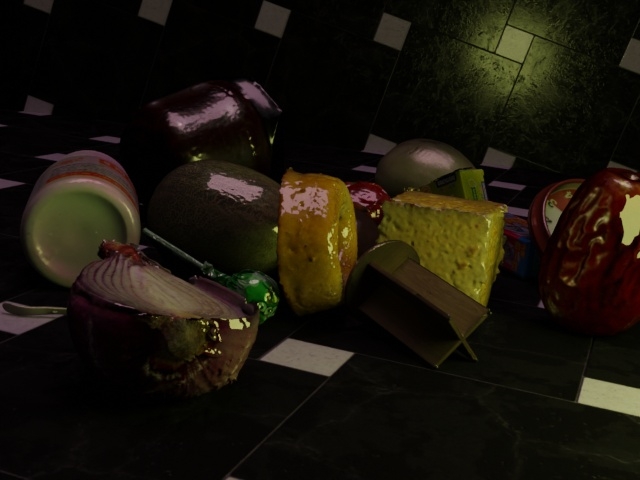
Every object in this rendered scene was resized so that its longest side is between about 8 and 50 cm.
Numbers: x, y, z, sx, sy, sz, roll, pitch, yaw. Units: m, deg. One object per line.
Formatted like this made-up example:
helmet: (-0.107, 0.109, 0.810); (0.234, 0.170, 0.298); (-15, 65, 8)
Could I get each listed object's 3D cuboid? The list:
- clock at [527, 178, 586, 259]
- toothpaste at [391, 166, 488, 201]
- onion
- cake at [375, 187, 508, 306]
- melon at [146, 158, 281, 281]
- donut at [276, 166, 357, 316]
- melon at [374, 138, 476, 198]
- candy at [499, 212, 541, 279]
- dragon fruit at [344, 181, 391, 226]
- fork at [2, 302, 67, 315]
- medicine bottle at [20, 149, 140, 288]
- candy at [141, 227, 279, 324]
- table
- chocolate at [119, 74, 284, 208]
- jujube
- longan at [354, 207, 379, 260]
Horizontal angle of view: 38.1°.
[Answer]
clock: (0.613, -0.003, 2.094); (0.318, 0.080, 0.318); (11, 54, -16)
toothpaste: (0.261, -0.075, 2.195); (0.077, 0.110, 0.327); (-7, -9, -36)
onion: (-0.254, 0.122, 1.347); (0.267, 0.159, 0.348); (12, 11, -29)
cake: (0.247, 0.016, 1.855); (0.227, 0.222, 0.286); (12, 14, 17)
melon: (-0.187, -0.035, 1.849); (0.329, 0.249, 0.248); (12, 15, 11)
donut: (0.000, 0.003, 1.696); (0.108, 0.278, 0.277); (-4, 11, 13)
melon: (0.286, -0.145, 2.480); (0.308, 0.272, 0.272); (15, 15, 10)
candy: (0.474, 0.007, 2.252); (0.157, 0.100, 0.306); (-1, 14, -24)
dragon fruit: (0.093, -0.057, 2.204); (0.209, 0.172, 0.172); (0, 11, 21)
fork: (-0.427, 0.119, 1.567); (0.219, 0.034, 0.028); (4, 40, -3)
medicine bottle: (-0.475, -0.055, 1.862); (0.219, 0.219, 0.388); (3, 13, -13)
candy: (-0.210, 0.051, 1.679); (0.323, 0.097, 0.097); (28, 22, 26)
table: (0.173, 0.119, 1.594); (0.167, 0.167, 0.226); (-4, 26, -35)
chocolate: (-0.325, -0.221, 2.343); (0.383, 0.384, 0.331); (15, 22, 33)
jujube: (0.539, 0.026, 1.743); (0.223, 0.318, 0.223); (10, 21, -4)
longan: (0.046, 0.013, 1.909); (0.189, 0.189, 0.189); (6, 14, -1)
